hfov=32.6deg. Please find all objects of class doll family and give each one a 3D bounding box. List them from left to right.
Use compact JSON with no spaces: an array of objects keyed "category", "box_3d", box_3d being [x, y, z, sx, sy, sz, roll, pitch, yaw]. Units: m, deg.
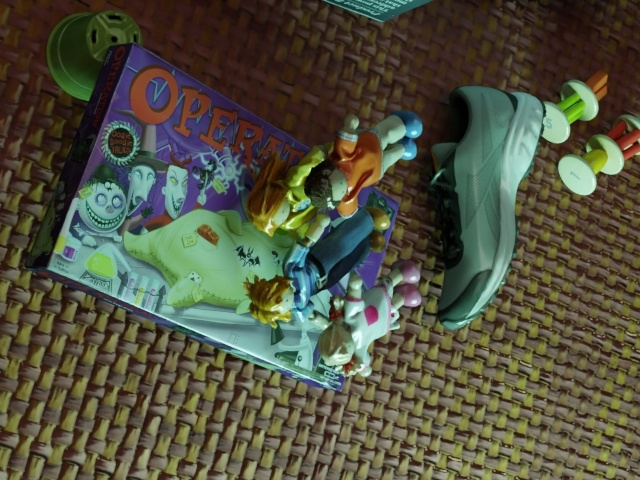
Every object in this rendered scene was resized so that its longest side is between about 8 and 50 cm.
[{"category":"doll family","box_3d":[0.000,0.000,0.993,0.163,0.118,0.263,-35,132,-41]}]

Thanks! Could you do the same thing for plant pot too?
[{"category":"plant pot","box_3d":[-0.196,-0.173,0.984,0.083,0.079,0.083,1,87,-28]}]

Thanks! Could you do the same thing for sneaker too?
[{"category":"sneaker","box_3d":[0.156,-0.038,1.161,0.108,0.100,0.271,16,76,-12]}]

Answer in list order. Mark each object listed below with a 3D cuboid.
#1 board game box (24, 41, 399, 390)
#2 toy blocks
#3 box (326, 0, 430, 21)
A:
[{"category":"board game box","box_3d":[-0.080,-0.008,1.008,0.347,0.056,0.208,27,70,-38]},{"category":"toy blocks","box_3d":[0.329,-0.141,1.271,0.148,0.054,0.123,-34,103,-25]},{"category":"box","box_3d":[0.094,-0.401,0.972,0.212,0.395,0.293,15,81,-27]}]
